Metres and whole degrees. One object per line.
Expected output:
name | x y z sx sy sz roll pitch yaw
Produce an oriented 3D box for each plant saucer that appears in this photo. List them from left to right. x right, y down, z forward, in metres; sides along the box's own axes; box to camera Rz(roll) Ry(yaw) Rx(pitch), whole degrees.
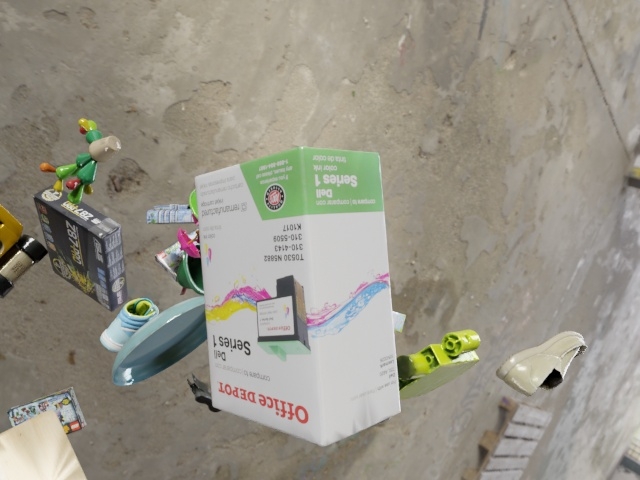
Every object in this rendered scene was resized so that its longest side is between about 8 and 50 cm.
plant saucer | -0.358 0.230 1.189 0.317 0.044 0.318 -37 165 -12

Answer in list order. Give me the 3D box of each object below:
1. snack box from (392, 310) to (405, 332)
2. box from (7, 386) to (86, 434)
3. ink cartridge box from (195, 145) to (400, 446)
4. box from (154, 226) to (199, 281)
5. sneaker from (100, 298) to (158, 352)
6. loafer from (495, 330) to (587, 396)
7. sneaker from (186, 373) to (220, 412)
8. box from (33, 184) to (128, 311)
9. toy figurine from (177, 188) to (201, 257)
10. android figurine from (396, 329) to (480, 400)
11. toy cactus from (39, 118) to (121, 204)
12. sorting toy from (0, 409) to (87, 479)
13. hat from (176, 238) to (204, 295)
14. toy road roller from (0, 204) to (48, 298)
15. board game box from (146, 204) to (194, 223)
snack box | 0.196 0.273 1.816 0.174 0.206 0.070 65 40 -82
box | -0.604 0.393 1.097 0.136 0.027 0.094 -19 96 -6
ink cartridge box | -0.033 0.055 0.550 0.117 0.201 0.279 -5 90 -43
box | -0.448 0.041 1.706 0.207 0.114 0.036 -39 163 -32
sneaker | -0.638 0.320 1.866 0.208 0.127 0.319 -55 152 8
loafer | 0.509 0.283 1.114 0.268 0.092 0.102 -13 143 -28
sneaker | -0.433 0.576 1.867 0.051 0.089 0.170 -38 129 4
box | -0.844 0.035 1.775 0.097 0.318 0.395 -49 162 -45
toy figurine | -0.262 -0.026 1.169 0.173 0.130 0.159 -1 145 -46
android figurine | 0.203 0.253 0.967 0.272 0.056 0.248 6 139 -47
toy cactus | -0.521 -0.195 1.111 0.112 0.180 0.219 40 44 -41
sorting toy | -0.443 0.418 0.678 0.255 0.257 0.089 -24 150 -33
hat | -0.452 0.111 1.594 0.173 0.183 0.209 -58 133 -62
toy road roller | -1.050 0.009 1.525 0.203 0.240 0.330 -59 147 -30
board game box | -0.408 -0.080 1.512 0.193 0.194 0.060 -2 91 -4
